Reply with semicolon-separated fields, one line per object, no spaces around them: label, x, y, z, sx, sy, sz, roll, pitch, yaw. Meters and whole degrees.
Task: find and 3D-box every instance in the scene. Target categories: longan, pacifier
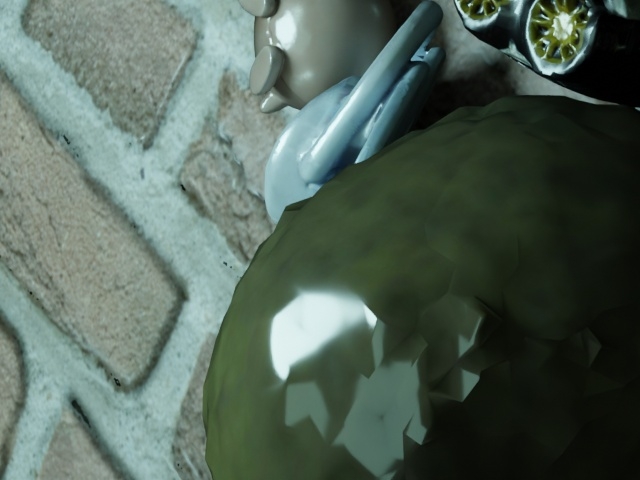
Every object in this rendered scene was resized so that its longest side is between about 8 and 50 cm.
longan;0.124;0.105;1.186;0.391;0.391;0.391;-4;85;47
pacifier;0.081;-0.037;1.434;0.226;0.287;0.238;30;100;1

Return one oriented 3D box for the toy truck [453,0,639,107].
toy truck;0.153;-0.261;1.360;0.405;0.181;0.254;36;115;42

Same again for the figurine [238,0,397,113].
figurine;0.002;-0.158;1.550;0.125;0.138;0.125;2;92;52
